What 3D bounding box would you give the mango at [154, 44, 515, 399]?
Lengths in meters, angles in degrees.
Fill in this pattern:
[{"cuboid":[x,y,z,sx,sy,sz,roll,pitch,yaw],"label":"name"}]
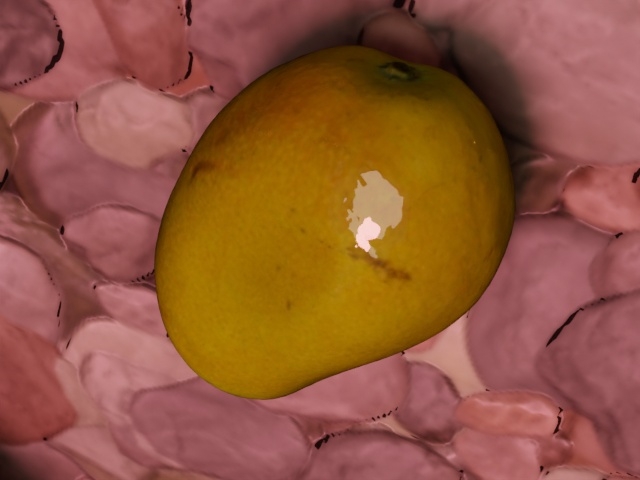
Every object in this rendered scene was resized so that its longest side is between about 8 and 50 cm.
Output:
[{"cuboid":[-0.003,-0.006,0.496,0.163,0.089,0.117,-28,102,29],"label":"mango"}]
